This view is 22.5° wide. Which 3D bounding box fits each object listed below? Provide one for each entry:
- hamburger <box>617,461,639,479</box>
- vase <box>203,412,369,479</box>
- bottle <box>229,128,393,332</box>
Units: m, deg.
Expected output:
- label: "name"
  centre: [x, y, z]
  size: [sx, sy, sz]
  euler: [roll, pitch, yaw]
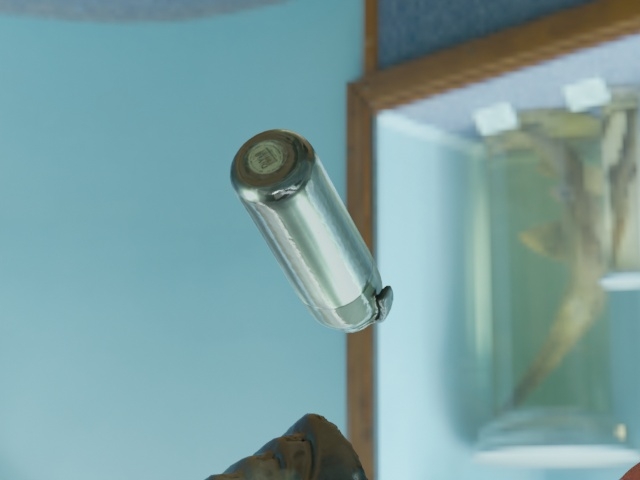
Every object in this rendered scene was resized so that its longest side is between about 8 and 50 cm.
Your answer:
- label: "hamburger"
  centre: [0.089, 0.151, 0.461]
  size: [0.175, 0.175, 0.137]
  euler: [-13, 172, 41]
- label: "vase"
  centre: [-0.093, 0.141, 0.577]
  size: [0.237, 0.115, 0.115]
  euler: [-20, 171, -18]
- label: "bottle"
  centre: [0.000, 0.000, 1.440]
  size: [0.096, 0.079, 0.253]
  euler: [14, 153, 27]
